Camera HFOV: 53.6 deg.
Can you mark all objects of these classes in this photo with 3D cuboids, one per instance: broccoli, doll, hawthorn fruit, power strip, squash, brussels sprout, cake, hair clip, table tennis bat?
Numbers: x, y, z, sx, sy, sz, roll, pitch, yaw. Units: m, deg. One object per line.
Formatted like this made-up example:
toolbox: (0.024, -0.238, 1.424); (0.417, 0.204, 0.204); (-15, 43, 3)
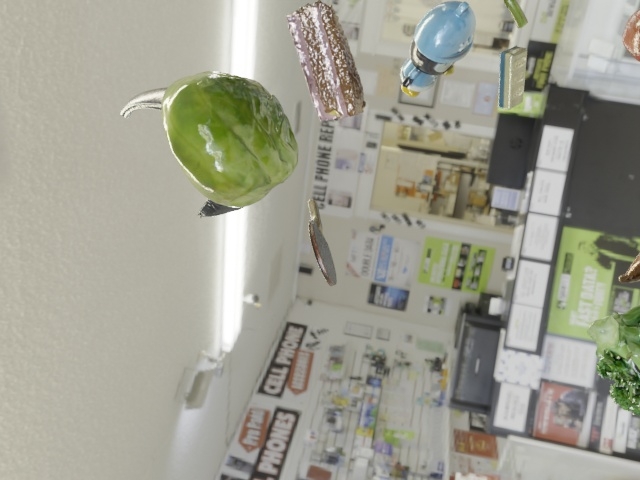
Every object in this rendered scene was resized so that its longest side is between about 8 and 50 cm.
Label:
broccoli: (0.702, 0.239, 1.321); (0.308, 0.275, 0.308); (-52, 29, 44)
doll: (0.297, -0.486, 1.600); (0.177, 0.141, 0.314); (-44, -7, -25)
hawthorn fruit: (0.683, -0.419, 1.282); (0.138, 0.132, 0.133); (-97, 14, -70)
power strip: (0.399, -0.336, 1.319); (0.056, 0.032, 0.123); (-29, -52, -30)
squash: (0.446, -0.529, 1.453); (0.083, 0.027, 0.027); (47, -141, -29)
brussels sprout: (-0.131, -0.148, 0.888); (0.161, 0.223, 0.223); (-45, 5, 20)
cake: (0.017, -0.394, 1.447); (0.113, 0.115, 0.295); (-78, -30, -48)
hair clip: (-0.319, -0.263, 1.209); (0.083, 0.275, 0.048); (43, -112, -39)
table tennis bat: (0.000, 0.000, 1.364); (0.130, 0.019, 0.220); (59, -165, -50)

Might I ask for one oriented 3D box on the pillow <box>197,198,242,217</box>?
pillow: (-0.164, -0.114, 1.295); (0.208, 0.141, 0.055); (-45, 66, 54)

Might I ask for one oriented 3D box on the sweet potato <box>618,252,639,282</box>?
sweet potato: (0.901, 0.014, 1.546); (0.112, 0.359, 0.112); (51, -159, -28)
